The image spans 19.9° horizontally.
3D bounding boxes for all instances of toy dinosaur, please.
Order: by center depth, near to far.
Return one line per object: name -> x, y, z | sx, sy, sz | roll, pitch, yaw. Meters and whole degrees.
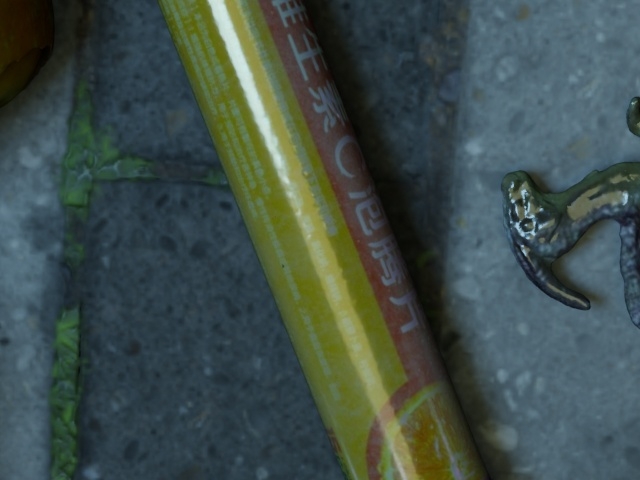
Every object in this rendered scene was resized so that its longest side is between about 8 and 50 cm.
toy dinosaur -> 0.265, 0.005, 1.200 | 0.294, 0.077, 0.162 | 30, 104, 14

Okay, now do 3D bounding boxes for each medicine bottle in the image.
medicine bottle -> 0.000, 0.000, 1.197 | 0.108, 0.108, 0.426 | -21, 96, 6

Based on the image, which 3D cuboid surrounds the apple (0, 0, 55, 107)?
apple -> -0.285, -0.125, 1.149 | 0.237, 0.237, 0.207 | -25, 109, 7
